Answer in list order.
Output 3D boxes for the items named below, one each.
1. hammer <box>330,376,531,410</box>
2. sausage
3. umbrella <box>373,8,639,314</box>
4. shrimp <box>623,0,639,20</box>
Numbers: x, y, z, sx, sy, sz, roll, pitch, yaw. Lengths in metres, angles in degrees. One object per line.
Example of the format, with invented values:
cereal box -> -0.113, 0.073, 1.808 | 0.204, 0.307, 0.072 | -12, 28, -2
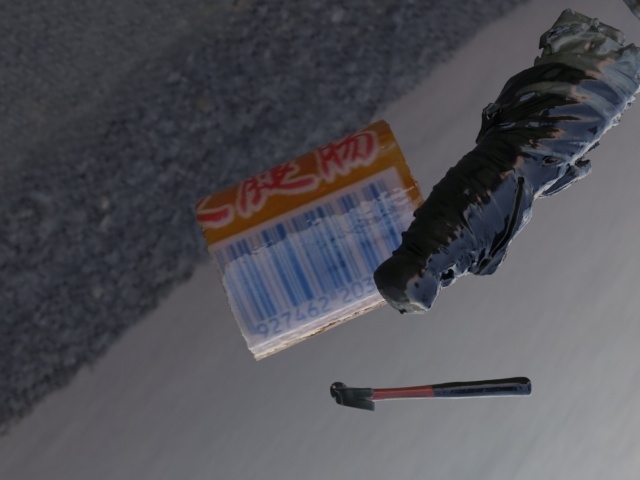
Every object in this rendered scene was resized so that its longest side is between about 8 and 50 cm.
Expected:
hammer -> 0.162, 0.218, 1.948 | 0.111, 0.287, 0.033 | -178, -95, -81
sausage -> 0.000, 0.000, 1.779 | 0.287, 0.233, 0.233 | -25, 148, 0
umbrella -> 0.167, -0.063, 1.206 | 0.358, 0.113, 0.106 | -48, 167, -25
shrimp -> 0.285, -0.313, 0.968 | 0.116, 0.145, 0.343 | 21, 79, -62
